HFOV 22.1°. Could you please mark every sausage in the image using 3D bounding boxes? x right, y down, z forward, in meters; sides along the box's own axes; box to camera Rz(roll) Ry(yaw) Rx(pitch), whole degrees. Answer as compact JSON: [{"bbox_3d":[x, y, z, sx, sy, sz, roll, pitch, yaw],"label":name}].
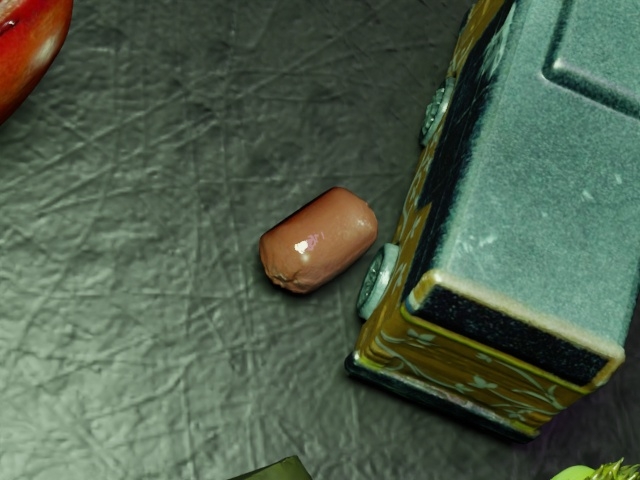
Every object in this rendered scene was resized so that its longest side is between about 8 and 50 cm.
[{"bbox_3d":[0.000,0.000,1.167,0.094,0.059,0.054,-36,96,-30],"label":"sausage"}]

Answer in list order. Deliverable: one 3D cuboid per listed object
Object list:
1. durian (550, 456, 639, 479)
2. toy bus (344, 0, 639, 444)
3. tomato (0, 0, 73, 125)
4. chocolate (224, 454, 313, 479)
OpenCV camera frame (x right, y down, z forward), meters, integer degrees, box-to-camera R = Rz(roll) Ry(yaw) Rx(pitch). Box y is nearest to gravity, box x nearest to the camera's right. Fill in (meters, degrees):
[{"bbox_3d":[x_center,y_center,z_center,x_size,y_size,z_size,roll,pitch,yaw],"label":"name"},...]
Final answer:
[{"bbox_3d":[0.133,0.248,1.033,0.237,0.200,0.176,-10,50,-29],"label":"durian"},{"bbox_3d":[0.150,-0.044,1.156,0.162,0.194,0.323,23,65,-6],"label":"toy bus"},{"bbox_3d":[-0.274,-0.130,1.091,0.233,0.139,0.200,21,51,30],"label":"tomato"},{"bbox_3d":[-0.096,0.301,0.886,0.326,0.314,0.297,-19,80,-24],"label":"chocolate"}]
